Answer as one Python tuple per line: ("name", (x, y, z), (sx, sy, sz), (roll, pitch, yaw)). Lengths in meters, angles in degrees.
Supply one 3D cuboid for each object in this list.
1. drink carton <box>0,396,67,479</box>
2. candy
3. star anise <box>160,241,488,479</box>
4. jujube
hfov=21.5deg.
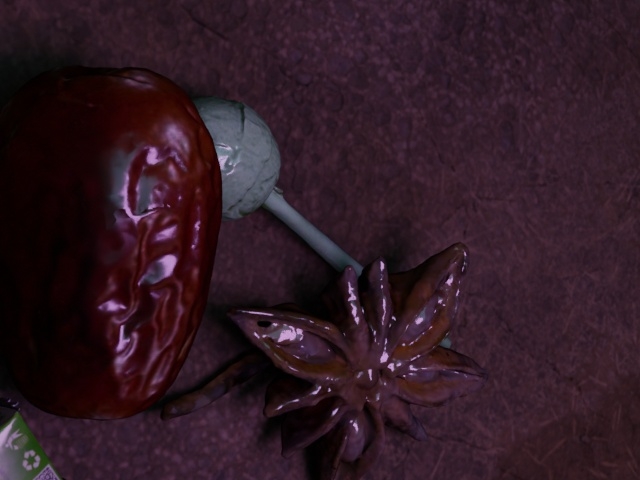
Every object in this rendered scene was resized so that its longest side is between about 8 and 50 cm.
("drink carton", (-0.353, 0.259, 1.466), (0.271, 0.161, 0.108), (-42, 111, -25))
("candy", (0.000, 0.000, 1.738), (0.440, 0.119, 0.119), (38, 71, -33))
("star anise", (0.022, 0.127, 1.725), (0.349, 0.109, 0.292), (-41, 117, -8))
("jujube", (-0.203, -0.001, 1.533), (0.223, 0.223, 0.318), (-5, 105, -32))
